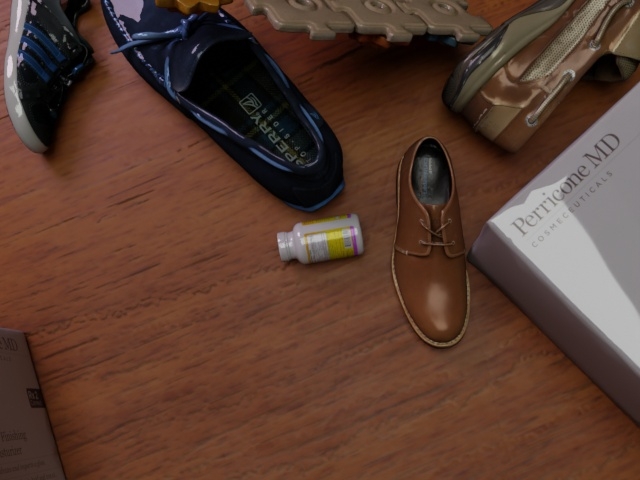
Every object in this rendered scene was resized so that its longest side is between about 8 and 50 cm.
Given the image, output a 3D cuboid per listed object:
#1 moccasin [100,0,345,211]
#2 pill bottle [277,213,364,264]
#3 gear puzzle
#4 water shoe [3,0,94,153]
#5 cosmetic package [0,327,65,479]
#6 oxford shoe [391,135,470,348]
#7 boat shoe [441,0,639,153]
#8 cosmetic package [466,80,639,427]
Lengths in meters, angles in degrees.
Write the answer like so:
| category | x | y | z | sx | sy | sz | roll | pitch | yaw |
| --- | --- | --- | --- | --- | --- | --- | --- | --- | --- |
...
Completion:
| category | x | y | z | sx | sy | sz | roll | pitch | yaw |
| --- | --- | --- | --- | --- | --- | --- | --- | --- | --- |
| moccasin | -0.096 | -0.180 | 0.738 | 0.342 | 0.117 | 0.137 | 40 | 82 | 11 |
| pill bottle | 0.000 | 0.000 | 0.730 | 0.083 | 0.043 | 0.043 | -9 | 77 | 1 |
| gear puzzle | -0.006 | -0.227 | 0.700 | 0.339 | 0.044 | 0.175 | -7 | 47 | -26 |
| water shoe | -0.286 | -0.194 | 0.774 | 0.080 | 0.073 | 0.203 | -4 | 78 | 0 |
| cosmetic package | -0.345 | 0.184 | 0.651 | 0.152 | 0.151 | 0.183 | -20 | 78 | -2 |
| oxford shoe | 0.107 | -0.001 | 0.710 | 0.076 | 0.076 | 0.212 | -6 | 79 | 0 |
| boat shoe | 0.276 | -0.212 | 0.735 | 0.324 | 0.122 | 0.120 | -40 | 84 | 2 |
| cosmetic package | 0.344 | 0.064 | 0.641 | 0.217 | 0.156 | 0.385 | -44 | 80 | -5 |
